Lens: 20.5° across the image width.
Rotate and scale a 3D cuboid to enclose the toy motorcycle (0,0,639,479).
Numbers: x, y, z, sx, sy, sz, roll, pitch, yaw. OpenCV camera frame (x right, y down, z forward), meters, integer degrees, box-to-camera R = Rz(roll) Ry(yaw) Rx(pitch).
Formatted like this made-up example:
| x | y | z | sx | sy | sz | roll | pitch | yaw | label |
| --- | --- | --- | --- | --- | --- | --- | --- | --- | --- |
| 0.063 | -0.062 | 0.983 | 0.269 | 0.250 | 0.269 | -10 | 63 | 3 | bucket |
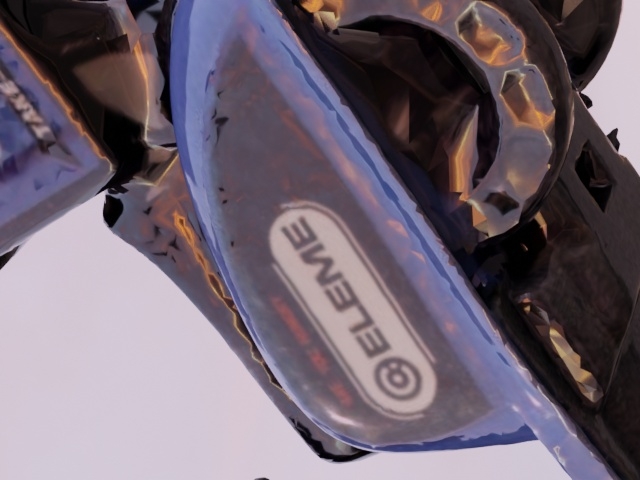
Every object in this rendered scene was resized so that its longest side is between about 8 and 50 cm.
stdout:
| x | y | z | sx | sy | sz | roll | pitch | yaw | label |
| --- | --- | --- | --- | --- | --- | --- | --- | --- | --- |
| 0.032 | 0.040 | 0.515 | 0.358 | 0.213 | 0.125 | 54 | -149 | -13 | toy motorcycle |
